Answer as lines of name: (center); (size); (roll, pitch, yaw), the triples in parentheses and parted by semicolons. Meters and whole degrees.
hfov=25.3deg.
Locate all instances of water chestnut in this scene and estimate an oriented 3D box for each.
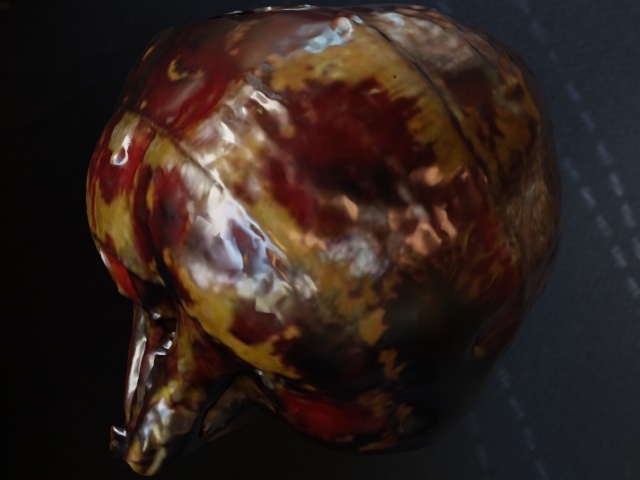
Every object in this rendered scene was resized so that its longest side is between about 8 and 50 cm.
water chestnut: (0.000, 0.000, 0.769); (0.289, 0.289, 0.244); (1, 86, -31)
